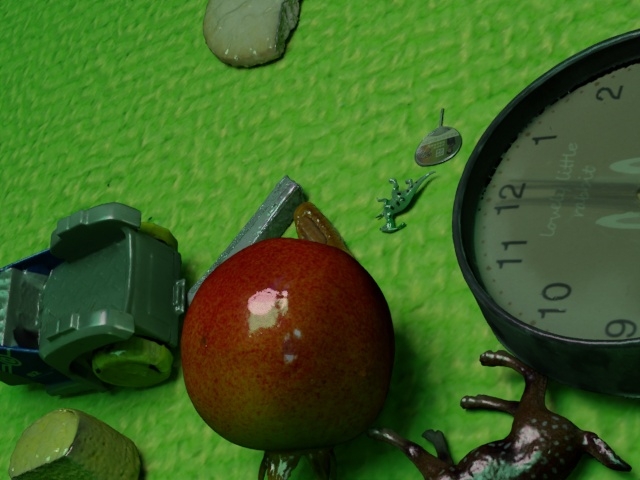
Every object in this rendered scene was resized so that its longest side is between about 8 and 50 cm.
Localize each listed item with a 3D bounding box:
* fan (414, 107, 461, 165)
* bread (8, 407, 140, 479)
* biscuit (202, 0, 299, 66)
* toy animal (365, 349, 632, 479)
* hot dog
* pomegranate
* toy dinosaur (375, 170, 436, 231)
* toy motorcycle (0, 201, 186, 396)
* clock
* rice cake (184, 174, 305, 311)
[{"bbox_3d":[0.142,-0.117,1.307,0.060,0.003,0.080,18,72,46],"label":"fan"},{"bbox_3d":[-0.278,0.255,1.296,0.129,0.114,0.111,-28,38,17],"label":"bread"},{"bbox_3d":[-0.096,-0.346,1.667,0.188,0.040,0.265,-43,41,9],"label":"biscuit"},{"bbox_3d":[0.136,0.231,0.976,0.243,0.087,0.260,-43,38,7],"label":"toy animal"},{"bbox_3d":[-0.001,0.000,1.321,0.044,0.028,0.137,-47,41,11],"label":"hot dog"},{"bbox_3d":[-0.029,0.125,1.111,0.220,0.221,0.257,-8,83,37],"label":"pomegranate"},{"bbox_3d":[0.094,-0.044,1.278,0.083,0.021,0.062,-22,54,33],"label":"toy dinosaur"},{"bbox_3d":[-0.334,0.091,1.402,0.326,0.200,0.191,-21,55,28],"label":"toy motorcycle"},{"bbox_3d":[0.301,-0.043,1.031,0.386,0.076,0.386,-20,45,21],"label":"clock"},{"bbox_3d":[-0.093,0.011,1.385,0.211,0.034,0.043,-51,37,-3],"label":"rice cake"}]
